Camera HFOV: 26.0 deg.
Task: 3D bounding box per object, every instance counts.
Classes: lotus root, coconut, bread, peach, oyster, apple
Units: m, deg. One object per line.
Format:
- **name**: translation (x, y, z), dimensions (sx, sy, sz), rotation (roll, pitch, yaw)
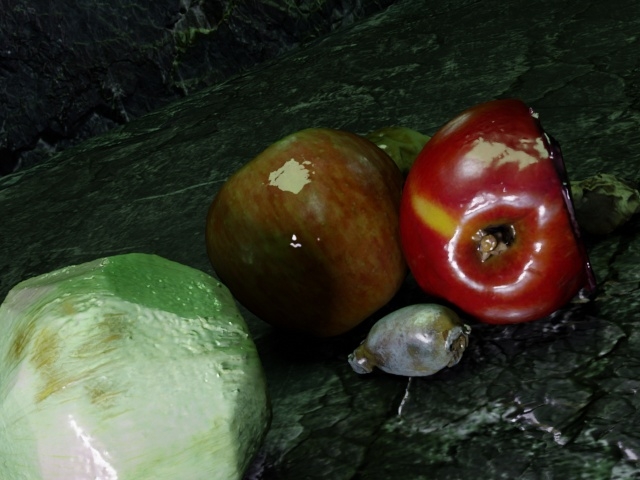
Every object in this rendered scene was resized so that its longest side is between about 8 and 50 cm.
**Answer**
- **lotus root**: translation (0.102, 0.115, 1.598), dimensions (0.165, 0.088, 0.088), rotation (-17, 13, 43)
- **coconut**: translation (-0.220, 0.168, 1.435), dimensions (0.329, 0.281, 0.328), rotation (-2, 53, 3)
- **bread**: translation (0.093, -0.104, 2.239), dimensions (0.152, 0.130, 0.268), rotation (-13, 15, 36)
- **peach**: translation (0.188, -0.037, 1.663), dimensions (0.201, 0.257, 0.361), rotation (-19, 21, 3)
- **oyster**: translation (0.345, -0.048, 1.839), dimensions (0.163, 0.081, 0.191), rotation (-2, -7, 44)
- **apple**: translation (0.000, 0.000, 1.797), dimensions (0.277, 0.250, 0.309), rotation (-46, -16, 29)
